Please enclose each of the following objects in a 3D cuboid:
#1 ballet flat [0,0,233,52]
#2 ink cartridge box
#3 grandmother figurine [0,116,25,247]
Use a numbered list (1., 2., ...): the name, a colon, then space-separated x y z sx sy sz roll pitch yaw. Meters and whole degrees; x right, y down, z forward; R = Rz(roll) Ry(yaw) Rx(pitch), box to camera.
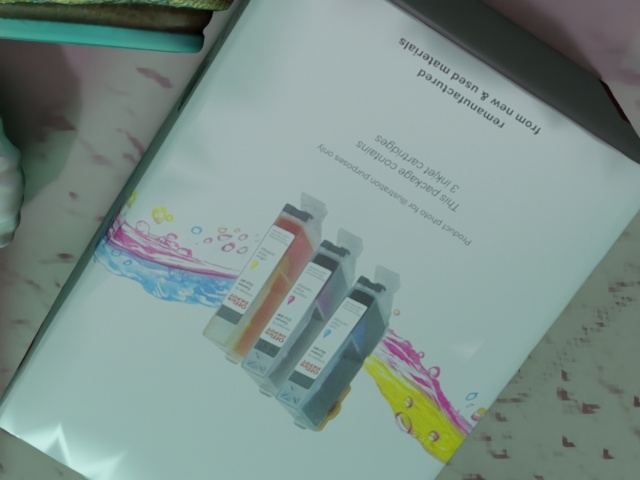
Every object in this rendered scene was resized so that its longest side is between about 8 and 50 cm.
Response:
1. ballet flat: -0.188 -0.109 0.425 0.348 0.123 0.123 -4 110 -24
2. ink cartridge box: 0.000 0.000 0.489 0.127 0.128 0.176 33 107 -8
3. grandmother figurine: -0.204 0.091 0.514 0.104 0.208 0.342 32 95 34
